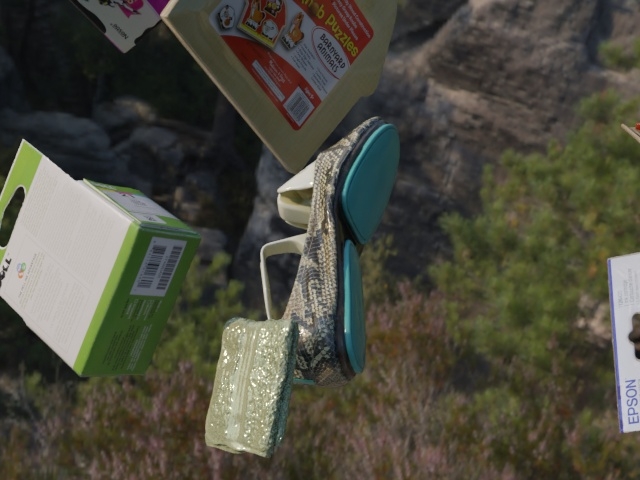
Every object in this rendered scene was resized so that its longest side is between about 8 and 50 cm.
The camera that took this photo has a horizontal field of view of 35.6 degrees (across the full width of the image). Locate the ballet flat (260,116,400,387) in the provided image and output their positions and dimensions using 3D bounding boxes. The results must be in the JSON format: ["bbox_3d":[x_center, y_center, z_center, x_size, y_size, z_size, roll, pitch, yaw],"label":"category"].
[{"bbox_3d":[0.000,0.000,1.500,0.182,0.164,0.483,-2,52,19],"label":"ballet flat"}]

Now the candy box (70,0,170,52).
[{"bbox_3d":[-0.176,-0.277,0.812,0.159,0.071,0.233,45,26,-28],"label":"candy box"}]

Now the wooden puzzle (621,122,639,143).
[{"bbox_3d":[0.323,-0.099,0.924,0.078,0.014,0.116,0,20,-7],"label":"wooden puzzle"}]

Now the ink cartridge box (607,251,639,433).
[{"bbox_3d":[0.582,0.129,1.439,0.307,0.072,0.303,-17,50,32],"label":"ink cartridge box"}]

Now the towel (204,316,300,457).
[{"bbox_3d":[-0.074,0.154,1.065,0.110,0.148,0.027,-2,-20,40],"label":"towel"}]

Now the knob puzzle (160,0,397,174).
[{"bbox_3d":[-0.013,-0.177,0.743,0.213,0.213,0.030,-15,24,-37],"label":"knob puzzle"}]

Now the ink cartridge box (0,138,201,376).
[{"bbox_3d":[-0.282,0.015,1.175,0.255,0.189,0.097,34,15,36],"label":"ink cartridge box"}]
